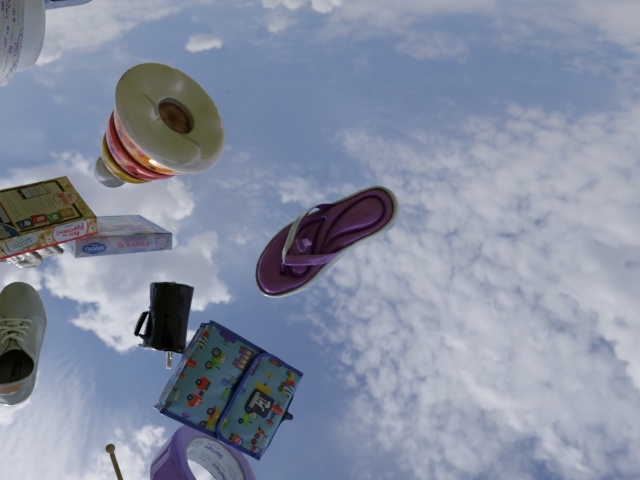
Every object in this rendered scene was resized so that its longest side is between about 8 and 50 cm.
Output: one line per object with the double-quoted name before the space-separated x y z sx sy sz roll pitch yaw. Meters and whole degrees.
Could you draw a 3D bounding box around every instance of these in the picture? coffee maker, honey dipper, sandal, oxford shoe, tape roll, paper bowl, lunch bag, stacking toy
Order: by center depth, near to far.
"honey dipper" -0.354 0.444 0.930 0.030 0.030 0.161 -20 -102 -21
"paper bowl" -0.668 -0.461 1.057 0.148 0.284 0.284 -4 -149 -46
"lunch bag" -0.195 0.354 1.202 0.293 0.138 0.221 32 -112 -14
"sandal" -0.007 -0.012 1.257 0.416 0.102 0.169 -34 -114 13
"tape roll" -0.288 0.600 1.302 0.090 0.274 0.275 -48 -134 9
"coffee maker" -0.394 0.202 1.377 0.171 0.120 0.178 3 -98 21
"stacking toy" -0.557 -0.282 1.611 0.479 0.351 0.351 -27 -157 38
"oxford shoe" -1.027 0.325 1.750 0.169 0.130 0.450 -3 -125 -20

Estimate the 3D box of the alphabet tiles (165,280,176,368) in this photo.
"alphabet tiles" -0.520 0.290 1.794 0.021 0.284 0.278 3 -174 -17

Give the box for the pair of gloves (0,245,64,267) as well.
"pair of gloves" -0.837 -0.008 1.367 0.204 0.240 0.042 -21 -131 21

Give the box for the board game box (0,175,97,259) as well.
"board game box" -0.532 -0.044 0.942 0.193 0.045 0.147 -21 -129 -37

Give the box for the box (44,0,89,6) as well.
"box" -0.775 -0.762 1.559 0.156 0.093 0.158 11 -148 45

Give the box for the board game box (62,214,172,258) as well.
"board game box" -0.728 -0.023 1.797 0.317 0.066 0.318 -6 -163 -40
